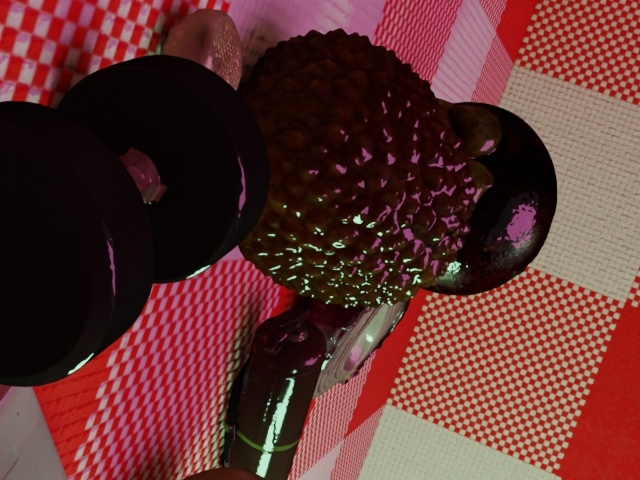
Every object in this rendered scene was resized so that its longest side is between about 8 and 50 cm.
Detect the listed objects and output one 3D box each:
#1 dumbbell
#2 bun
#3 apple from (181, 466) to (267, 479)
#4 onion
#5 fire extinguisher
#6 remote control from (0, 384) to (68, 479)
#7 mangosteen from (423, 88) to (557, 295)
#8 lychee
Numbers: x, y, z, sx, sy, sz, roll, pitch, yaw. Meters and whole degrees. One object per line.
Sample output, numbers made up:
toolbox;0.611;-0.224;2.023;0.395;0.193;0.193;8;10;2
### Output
dumbbell;-0.139;-0.023;0.632;0.218;0.152;0.152;-43;151;-62
bun;-0.098;-0.142;0.817;0.086;0.055;0.086;7;90;-76
apple;-0.113;0.404;1.170;0.258;0.233;0.295;-44;119;-15
onion;0.046;0.096;1.531;0.227;0.120;0.283;-32;159;-45
fire extinguisher;-0.067;0.207;1.346;0.141;0.105;0.341;-54;163;-51
remote control;-0.243;0.195;0.804;0.250;0.034;0.103;92;24;-53
mangosteen;0.218;-0.074;1.616;0.330;0.330;0.330;21;90;-76
lychee;0.029;-0.061;1.012;0.267;0.267;0.267;21;90;-76
